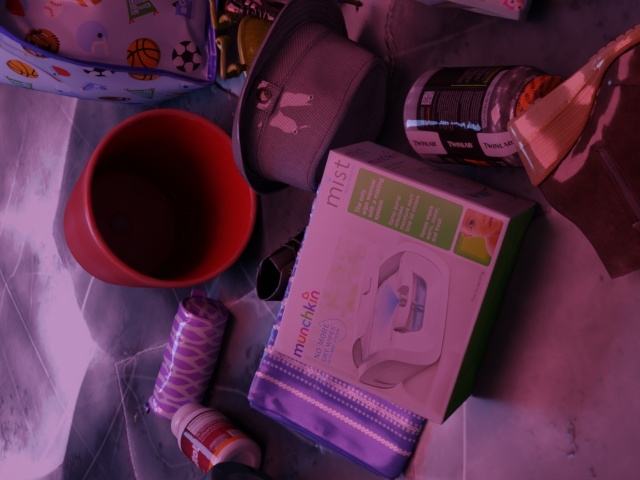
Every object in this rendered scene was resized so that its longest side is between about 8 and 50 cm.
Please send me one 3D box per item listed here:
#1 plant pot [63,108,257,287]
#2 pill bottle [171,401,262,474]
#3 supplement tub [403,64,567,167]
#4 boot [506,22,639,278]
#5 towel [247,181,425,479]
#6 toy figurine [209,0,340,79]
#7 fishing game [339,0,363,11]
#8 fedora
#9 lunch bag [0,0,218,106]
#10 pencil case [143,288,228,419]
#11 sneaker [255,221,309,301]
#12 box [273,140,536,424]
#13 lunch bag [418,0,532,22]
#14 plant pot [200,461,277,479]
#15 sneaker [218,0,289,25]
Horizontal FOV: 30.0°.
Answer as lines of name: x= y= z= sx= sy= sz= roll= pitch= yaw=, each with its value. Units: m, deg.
plant pot: x=-0.270 y=-0.044 z=1.846 sx=0.243 sy=0.275 sz=0.275 roll=-19 pitch=73 yaw=59
pill bottle: x=-0.162 y=0.308 z=1.817 sx=0.152 sy=0.086 sz=0.086 roll=30 pitch=111 yaw=48
supplement tub: x=0.197 y=-0.143 z=1.376 sx=0.190 sy=0.117 sz=0.117 roll=9 pitch=95 yaw=51
boot: x=0.338 y=-0.104 z=1.222 sx=0.248 sy=0.090 sz=0.207 roll=-38 pitch=88 yaw=23
towel: x=0.049 y=0.119 z=1.535 sx=0.243 sy=0.040 sz=0.336 roll=26 pitch=110 yaw=21
toy figurine: x=-0.033 y=-0.392 z=1.623 sx=0.217 sy=0.191 sz=0.363 roll=-13 pitch=81 yaw=19
fishing game: x=0.059 y=-0.432 z=1.528 sx=0.041 sy=0.189 sz=0.264 roll=16 pitch=96 yaw=21
fedora: x=0.004 y=-0.172 z=1.548 sx=0.124 sy=0.243 sz=0.275 roll=26 pitch=88 yaw=26
lunch bag: x=-0.383 y=-0.342 z=1.831 sx=0.328 sy=0.385 sz=0.239 roll=173 pitch=98 yaw=-68
pencil case: x=-0.208 y=0.187 z=1.886 sx=0.088 sy=0.086 sz=0.206 roll=-115 pitch=43 yaw=-62
sneaker: x=0.000 y=0.000 z=1.608 sx=0.083 sy=0.118 sz=0.222 roll=45 pitch=122 yaw=42
box: x=0.098 y=0.043 z=1.418 sx=0.231 sy=0.127 sz=0.262 roll=23 pitch=108 yaw=18
lunch bag: x=0.158 y=-0.387 z=1.409 sx=0.262 sy=0.160 sz=0.223 roll=22 pitch=101 yaw=33
plant pot: x=-0.143 y=0.461 z=1.666 sx=0.255 sy=0.271 sz=0.272 roll=-56 pitch=48 yaw=14
sneaker: x=-0.103 y=-0.335 z=1.782 sx=0.178 sy=0.077 sz=0.072 roll=30 pitch=112 yaw=46
